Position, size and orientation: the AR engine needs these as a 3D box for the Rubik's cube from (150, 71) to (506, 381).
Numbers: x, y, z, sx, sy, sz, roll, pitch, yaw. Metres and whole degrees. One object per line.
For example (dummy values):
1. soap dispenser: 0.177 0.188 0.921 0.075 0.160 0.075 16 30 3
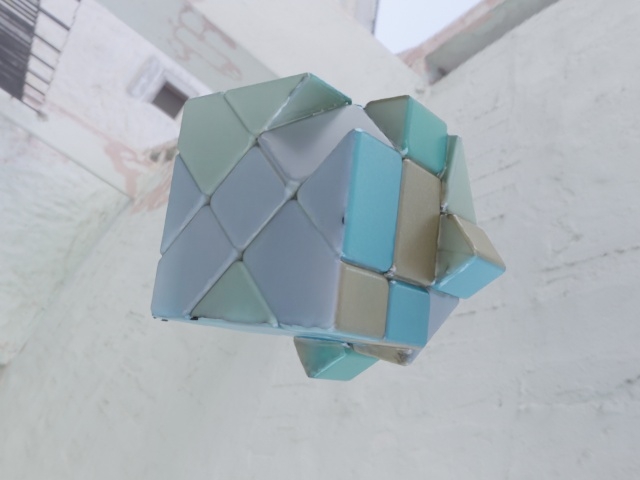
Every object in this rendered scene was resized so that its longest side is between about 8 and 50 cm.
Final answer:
1. Rubik's cube: 0.000 0.000 0.533 0.265 0.213 0.224 1 -101 38
